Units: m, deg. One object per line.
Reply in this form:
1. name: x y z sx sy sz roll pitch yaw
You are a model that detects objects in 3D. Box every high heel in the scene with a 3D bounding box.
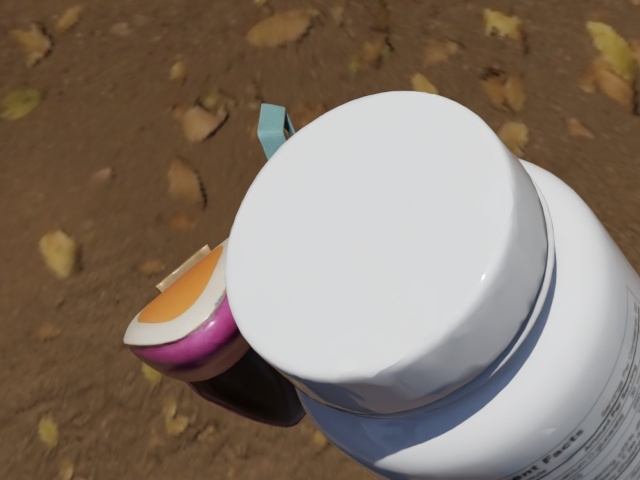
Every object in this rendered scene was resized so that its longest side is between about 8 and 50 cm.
1. high heel: -0.037 0.064 0.758 0.082 0.244 0.117 -40 95 -8

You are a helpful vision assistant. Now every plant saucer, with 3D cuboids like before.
1. plant saucer: 0.000 0.000 1.005 0.018 0.067 0.192 -18 111 8

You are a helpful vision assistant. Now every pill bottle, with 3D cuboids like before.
1. pill bottle: 0.084 0.057 0.713 0.160 0.160 0.283 -40 139 5
